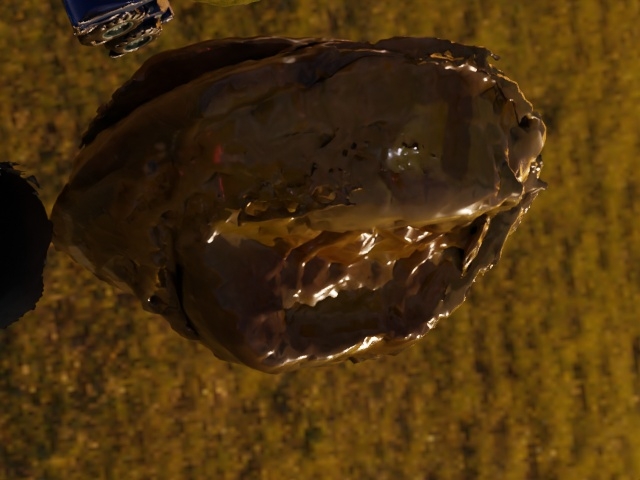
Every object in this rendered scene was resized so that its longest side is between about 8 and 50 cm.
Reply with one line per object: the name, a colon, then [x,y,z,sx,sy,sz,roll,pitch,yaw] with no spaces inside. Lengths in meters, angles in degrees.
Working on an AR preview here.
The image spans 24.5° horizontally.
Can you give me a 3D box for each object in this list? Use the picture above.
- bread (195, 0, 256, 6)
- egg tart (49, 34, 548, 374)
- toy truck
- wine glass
bread: [-0.067,-0.214,0.928,0.114,0.129,0.111,72,36,-79]
egg tart: [0.000,0.000,0.827,0.297,0.297,0.132,45,27,-55]
toy truck: [-0.217,-0.276,1.566,0.113,0.126,0.208,65,13,4]
wine glass: [-0.224,-0.012,0.771,0.103,0.222,0.103,-11,108,-38]
